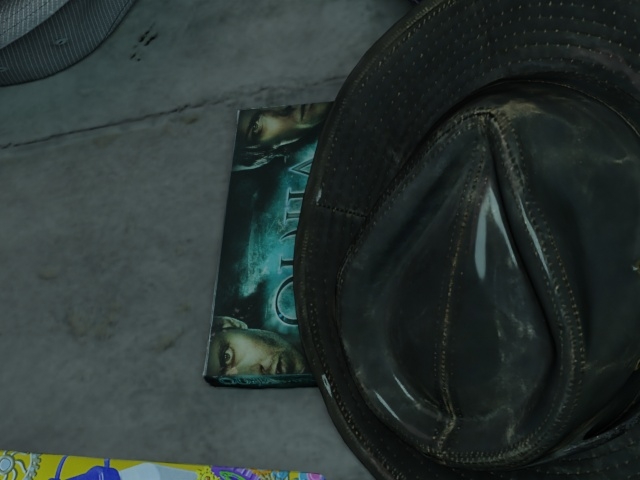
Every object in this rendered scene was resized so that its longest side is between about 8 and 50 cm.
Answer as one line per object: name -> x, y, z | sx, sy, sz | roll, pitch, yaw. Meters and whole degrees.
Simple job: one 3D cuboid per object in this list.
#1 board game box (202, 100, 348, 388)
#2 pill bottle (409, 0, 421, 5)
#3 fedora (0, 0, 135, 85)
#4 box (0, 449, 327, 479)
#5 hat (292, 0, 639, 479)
board game box -> 0.000, 0.000, 1.014 | 0.126, 0.026, 0.186 | -3, 62, 17
pill bottle -> 0.124, -0.202, 0.985 | 0.181, 0.181, 0.323 | -44, 57, -7
fedora -> -0.201, -0.200, 1.134 | 0.275, 0.124, 0.244 | -31, 55, 12
box -> -0.125, 0.271, 0.827 | 0.279, 0.177, 0.290 | 0, 63, 21
hat -> 0.088, 0.011, 0.830 | 0.331, 0.134, 0.331 | 2, 93, 33
